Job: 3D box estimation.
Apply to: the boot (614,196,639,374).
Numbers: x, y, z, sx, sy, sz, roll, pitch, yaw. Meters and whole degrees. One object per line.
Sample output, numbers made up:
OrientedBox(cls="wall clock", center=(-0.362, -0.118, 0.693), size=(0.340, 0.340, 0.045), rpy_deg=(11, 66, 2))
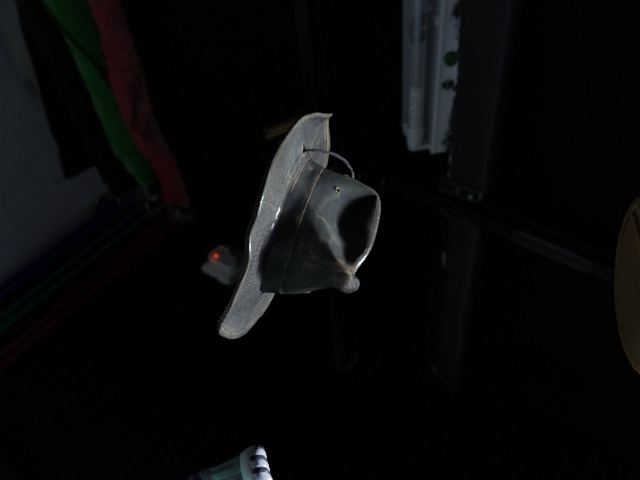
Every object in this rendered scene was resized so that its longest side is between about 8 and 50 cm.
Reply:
OrientedBox(cls="boot", center=(0.356, 0.074, 0.430), size=(0.220, 0.283, 0.109), rpy_deg=(-5, -46, 7))

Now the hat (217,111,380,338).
OrientedBox(cls="hat", center=(0.000, 0.000, 0.747), size=(0.134, 0.331, 0.331), rpy_deg=(23, -33, 5))

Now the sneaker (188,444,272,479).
OrientedBox(cls="sneaker", center=(-0.105, 0.311, 0.681), size=(0.083, 0.098, 0.224), rpy_deg=(-116, -159, -46))
